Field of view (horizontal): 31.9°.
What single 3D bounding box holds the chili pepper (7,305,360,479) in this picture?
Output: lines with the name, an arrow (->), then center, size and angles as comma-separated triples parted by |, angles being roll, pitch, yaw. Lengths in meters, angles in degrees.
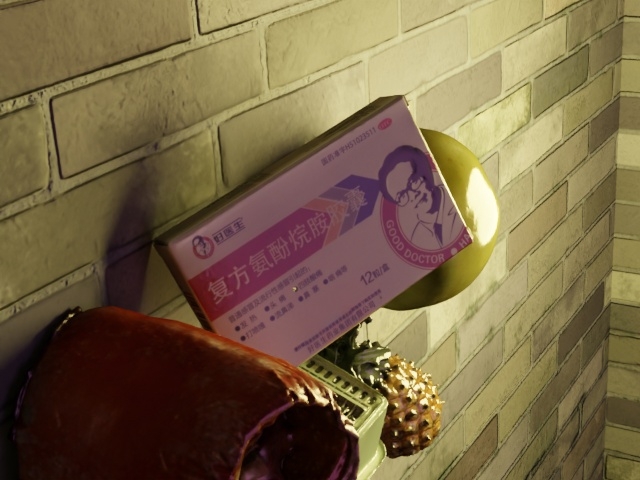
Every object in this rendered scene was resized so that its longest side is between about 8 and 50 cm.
chili pepper -> -0.147, 0.214, 1.137 | 0.251, 0.305, 0.229 | -53, 138, -34

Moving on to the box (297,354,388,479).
box -> -0.060, 0.267, 1.395 | 0.290, 0.220, 0.166 | -35, 149, -52

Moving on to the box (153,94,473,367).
box -> 0.000, 0.000, 1.359 | 0.353, 0.069, 0.214 | -34, 107, -21

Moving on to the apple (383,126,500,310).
apple -> 0.121, -0.032, 1.576 | 0.262, 0.262, 0.262 | -25, 120, -56

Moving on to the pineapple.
pineapple -> 0.051, 0.201, 1.670 | 0.364, 0.165, 0.166 | 46, 58, -45
